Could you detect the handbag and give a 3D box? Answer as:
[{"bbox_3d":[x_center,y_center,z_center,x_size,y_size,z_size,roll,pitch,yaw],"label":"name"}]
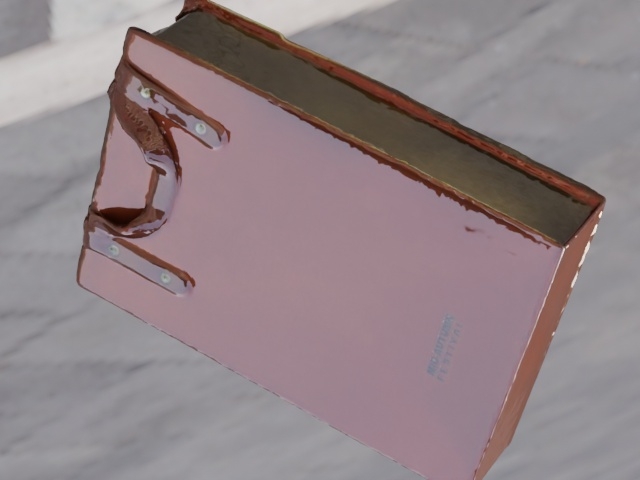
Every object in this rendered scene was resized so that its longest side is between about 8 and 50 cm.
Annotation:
[{"bbox_3d":[0.000,0.000,0.751,0.063,0.190,0.127,-41,154,-50],"label":"handbag"}]
